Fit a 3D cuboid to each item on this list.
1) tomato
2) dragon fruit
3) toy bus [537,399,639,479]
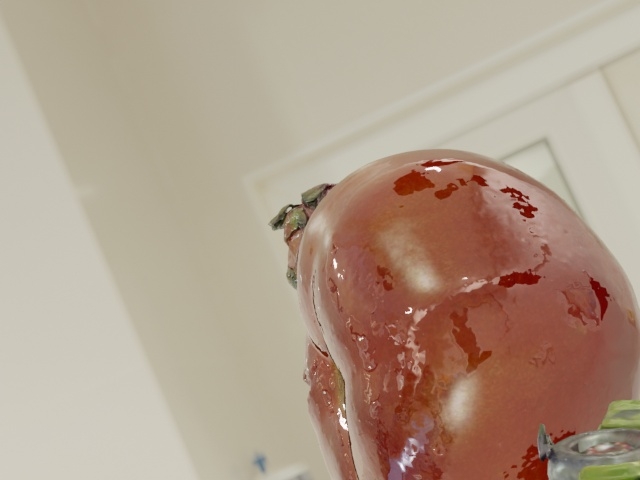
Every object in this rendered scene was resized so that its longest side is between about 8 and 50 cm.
[{"bbox_3d":[0.109,0.080,1.145,0.226,0.299,0.298,-9,-11,-11],"label":"tomato"},{"bbox_3d":[0.000,0.000,1.470,0.102,0.096,0.147,159,134,-83],"label":"dragon fruit"},{"bbox_3d":[0.123,0.124,0.450,0.139,0.113,0.301,-5,8,18],"label":"toy bus"}]
